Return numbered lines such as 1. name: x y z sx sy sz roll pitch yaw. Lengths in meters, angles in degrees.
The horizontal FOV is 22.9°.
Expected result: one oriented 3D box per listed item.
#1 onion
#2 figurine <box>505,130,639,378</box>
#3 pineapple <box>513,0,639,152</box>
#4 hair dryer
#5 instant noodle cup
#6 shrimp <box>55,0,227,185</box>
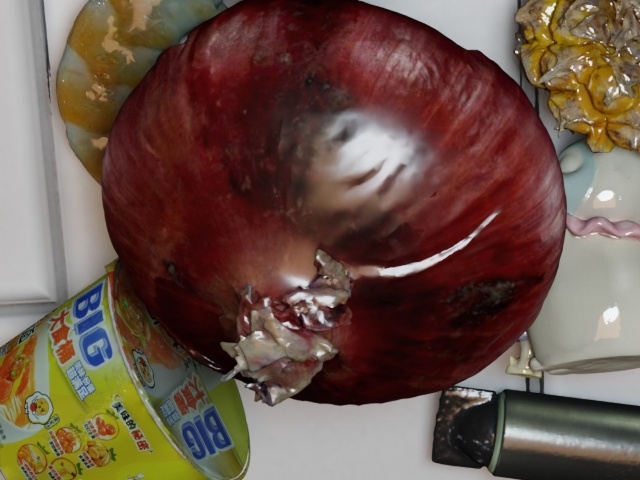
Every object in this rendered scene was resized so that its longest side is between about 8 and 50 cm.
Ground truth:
1. onion: 0.000 0.000 1.146 0.348 0.285 0.347 8 130 9
2. figurine: 0.210 -0.014 1.273 0.155 0.127 0.235 -16 71 42
3. pineapple: 0.254 -0.164 1.214 0.225 0.076 0.224 3 75 -10
4. hair dryer: 0.183 0.248 1.369 0.196 0.078 0.248 7 109 -1
5. instant noodle cup: -0.170 0.129 1.275 0.153 0.205 0.205 -26 103 17
6. shrimp: -0.115 -0.107 1.269 0.185 0.068 0.287 -19 104 3
